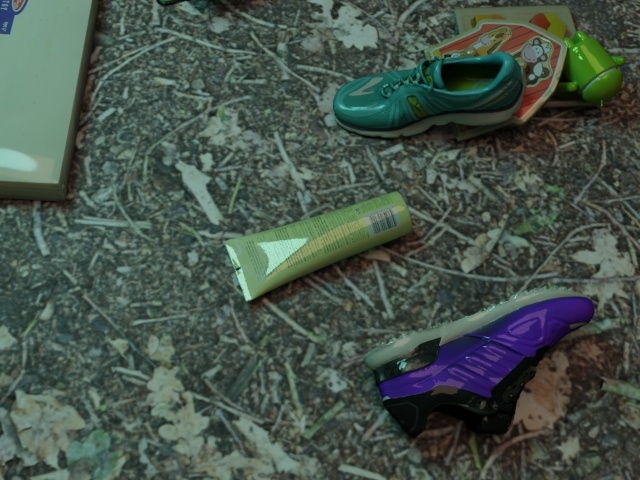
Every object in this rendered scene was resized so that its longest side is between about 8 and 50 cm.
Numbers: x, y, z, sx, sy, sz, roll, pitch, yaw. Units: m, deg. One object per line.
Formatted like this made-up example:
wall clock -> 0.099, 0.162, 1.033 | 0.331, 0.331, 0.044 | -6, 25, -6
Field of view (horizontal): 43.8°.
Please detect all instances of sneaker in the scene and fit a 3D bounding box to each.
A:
sneaker -> 0.211, 0.159, 0.966 | 0.294, 0.102, 0.146 | -17, 70, -9
sneaker -> 0.146, -0.218, 1.117 | 0.276, 0.110, 0.106 | -7, 70, 16

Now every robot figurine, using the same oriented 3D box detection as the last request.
robot figurine -> 0.398, -0.252, 1.174 | 0.101, 0.067, 0.115 | -29, 75, -11

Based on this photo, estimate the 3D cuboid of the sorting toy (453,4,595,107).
sorting toy -> 0.318, -0.292, 1.235 | 0.193, 0.038, 0.208 | -4, 63, -8

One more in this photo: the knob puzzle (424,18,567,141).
knob puzzle -> 0.266, -0.254, 1.169 | 0.213, 0.030, 0.213 | -7, 68, 18

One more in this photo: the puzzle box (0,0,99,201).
puzzle box -> -0.468, -0.247, 1.122 | 0.272, 0.052, 0.408 | 3, 63, -4

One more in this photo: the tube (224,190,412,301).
tube -> 0.000, 0.000, 1.046 | 0.240, 0.062, 0.070 | -20, 23, -10

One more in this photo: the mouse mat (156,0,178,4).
mouse mat -> -0.219, -0.464, 1.285 | 0.153, 0.007, 0.189 | -19, 65, -15
